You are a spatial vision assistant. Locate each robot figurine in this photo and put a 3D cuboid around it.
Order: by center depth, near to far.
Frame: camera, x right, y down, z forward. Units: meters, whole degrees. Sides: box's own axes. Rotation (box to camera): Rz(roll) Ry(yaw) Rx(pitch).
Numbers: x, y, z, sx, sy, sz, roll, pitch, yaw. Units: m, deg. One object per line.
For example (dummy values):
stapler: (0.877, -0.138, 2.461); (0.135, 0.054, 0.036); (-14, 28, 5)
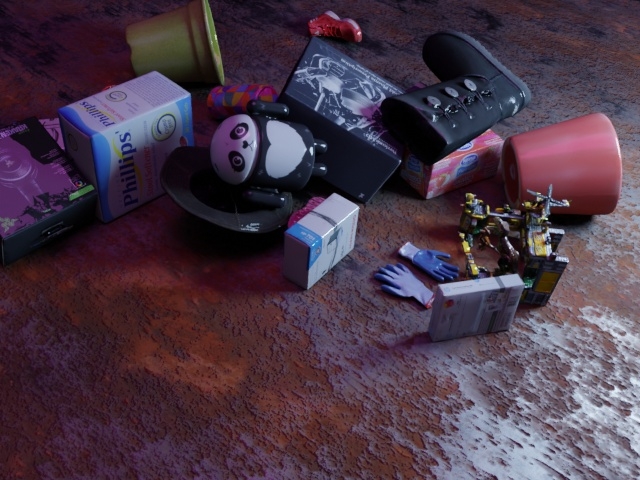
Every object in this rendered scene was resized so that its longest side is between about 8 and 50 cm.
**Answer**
robot figurine: (-0.121, -0.205, 1.739); (0.278, 0.174, 0.209); (6, 43, -29)

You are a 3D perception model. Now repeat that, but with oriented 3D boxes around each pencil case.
pencil case: (-0.218, -0.388, 2.083); (0.236, 0.104, 0.104); (13, 37, 43)

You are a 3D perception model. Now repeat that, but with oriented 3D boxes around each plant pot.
plant pot: (0.613, -0.187, 1.908); (0.243, 0.275, 0.275); (-6, 43, 2)
plant pot: (-0.444, -0.584, 2.223); (0.253, 0.276, 0.276); (-10, 44, -2)

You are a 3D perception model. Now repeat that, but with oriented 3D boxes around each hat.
hat: (-0.239, -0.092, 1.787); (0.331, 0.134, 0.331); (17, 40, -15)

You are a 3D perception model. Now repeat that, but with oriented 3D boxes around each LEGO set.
LEGO set: (0.448, -0.012, 1.714); (0.254, 0.192, 0.331); (14, 49, 6)

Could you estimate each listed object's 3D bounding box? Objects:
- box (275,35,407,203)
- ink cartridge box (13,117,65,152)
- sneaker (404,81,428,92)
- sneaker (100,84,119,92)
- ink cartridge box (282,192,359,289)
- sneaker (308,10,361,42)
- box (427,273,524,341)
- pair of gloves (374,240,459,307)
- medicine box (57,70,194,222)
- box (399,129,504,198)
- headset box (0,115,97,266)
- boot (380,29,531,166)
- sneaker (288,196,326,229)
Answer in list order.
box: (0.052, -0.324, 1.952); (0.343, 0.179, 0.312); (29, 44, -10)
ink cartridge box: (-0.695, -0.251, 1.940); (0.203, 0.086, 0.148); (-10, 46, -16)
sneaker: (0.332, -0.357, 2.178); (0.124, 0.107, 0.283); (-33, 49, -19)
sneaker: (-0.534, -0.380, 2.053); (0.090, 0.145, 0.270); (19, 44, 14)
ink cartridge box: (0.000, 0.000, 1.708); (0.082, 0.140, 0.190); (30, 48, 25)
sneaker: (0.037, -0.721, 2.546); (0.128, 0.087, 0.221); (-30, 41, -22)
box: (0.334, 0.146, 1.586); (0.186, 0.145, 0.038); (-8, 42, -14)
pair of gloves: (0.231, 0.077, 1.740); (0.159, 0.023, 0.198); (31, 49, 22)
medicine box: (-0.469, -0.233, 1.814); (0.149, 0.263, 0.289); (35, 50, 28)
box: (0.358, -0.226, 2.004); (0.256, 0.123, 0.128); (-19, 48, -25)
headset box: (-0.695, -0.111, 1.707); (0.246, 0.131, 0.283); (-32, 75, -35)
boot: (0.310, -0.400, 1.982); (0.367, 0.146, 0.445); (38, 50, 24)
sneaker: (-0.029, -0.042, 1.793); (0.063, 0.075, 0.170); (16, 32, 17)
